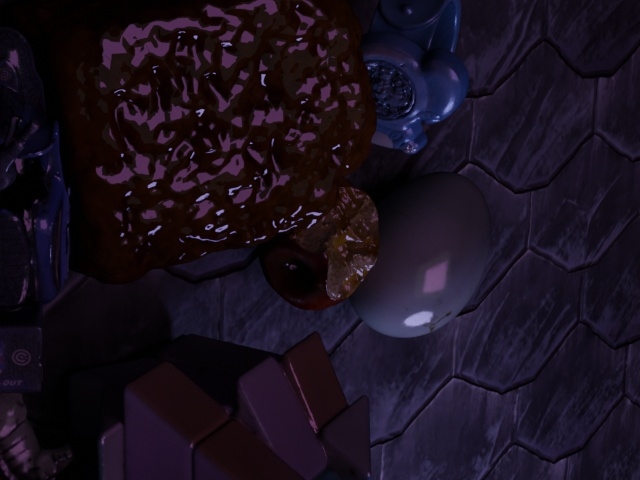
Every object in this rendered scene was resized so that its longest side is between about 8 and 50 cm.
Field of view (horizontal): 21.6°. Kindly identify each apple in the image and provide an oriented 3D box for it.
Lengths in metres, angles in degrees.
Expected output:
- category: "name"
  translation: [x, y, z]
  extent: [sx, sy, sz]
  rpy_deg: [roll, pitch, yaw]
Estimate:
- category: "apple"
  translation: [-0.002, 0.000, 2.178]
  extent: [0.156, 0.147, 0.158]
  rpy_deg: [48, 51, -10]

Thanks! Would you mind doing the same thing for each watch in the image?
- category: "watch"
  translation: [0.112, -0.241, 2.219]
  extent: [0.193, 0.211, 0.211]
  rpy_deg: [-57, 140, -45]

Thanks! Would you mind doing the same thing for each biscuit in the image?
- category: "biscuit"
  translation: [-0.133, -0.147, 1.896]
  extent: [0.395, 0.166, 0.343]
  rpy_deg: [-22, 121, -23]

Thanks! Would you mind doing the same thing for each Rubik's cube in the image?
- category: "Rubik's cube"
  translation: [-0.123, 0.308, 1.993]
  extent: [0.358, 0.368, 0.387]
  rpy_deg: [-32, 127, -56]

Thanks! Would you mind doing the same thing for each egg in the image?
- category: "egg"
  translation: [0.139, 0.016, 2.307]
  extent: [0.264, 0.183, 0.183]
  rpy_deg: [-55, 136, -29]

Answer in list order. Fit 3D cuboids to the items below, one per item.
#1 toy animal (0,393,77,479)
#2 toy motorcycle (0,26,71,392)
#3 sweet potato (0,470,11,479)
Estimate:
- category: "toy animal"
  translation: [-0.372, 0.194, 1.848]
  extent: [0.217, 0.073, 0.176]
  rpy_deg: [11, 73, -48]
- category: "toy motorcycle"
  translation: [-0.322, -0.038, 1.726]
  extent: [0.125, 0.212, 0.358]
  rpy_deg: [-1, 117, -6]
- category: "sweet potato"
  translation: [-0.358, 0.311, 1.931]
  extent: [0.077, 0.077, 0.244]
  rpy_deg: [-59, 136, -17]
